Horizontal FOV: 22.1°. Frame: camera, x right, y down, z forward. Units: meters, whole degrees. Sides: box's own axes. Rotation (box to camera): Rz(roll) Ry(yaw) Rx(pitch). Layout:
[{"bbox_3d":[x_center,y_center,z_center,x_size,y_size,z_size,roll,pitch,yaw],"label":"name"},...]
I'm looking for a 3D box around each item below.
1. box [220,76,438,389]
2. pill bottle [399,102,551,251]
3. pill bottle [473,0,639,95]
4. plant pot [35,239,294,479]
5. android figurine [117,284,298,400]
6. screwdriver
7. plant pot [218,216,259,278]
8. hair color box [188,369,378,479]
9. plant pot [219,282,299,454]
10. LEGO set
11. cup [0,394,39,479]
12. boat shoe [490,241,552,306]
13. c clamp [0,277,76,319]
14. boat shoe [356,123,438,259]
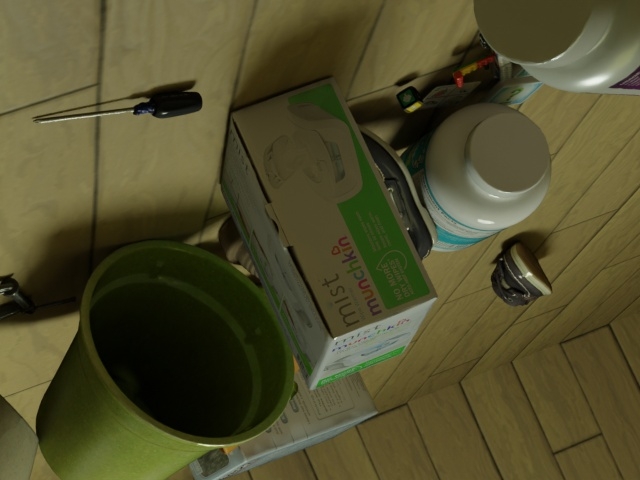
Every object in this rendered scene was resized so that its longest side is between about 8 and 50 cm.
[{"bbox_3d":[-0.002,-0.002,1.738,0.127,0.262,0.231,-21,164,-13],"label":"box"},{"bbox_3d":[0.178,-0.075,1.903,0.146,0.146,0.264,-19,176,-16],"label":"pill bottle"},{"bbox_3d":[0.276,-0.223,1.564,0.169,0.169,0.301,-33,163,33],"label":"pill bottle"},{"bbox_3d":[-0.212,0.183,1.974,0.276,0.276,0.254,-10,153,-42],"label":"plant pot"},{"bbox_3d":[-0.150,0.131,2.116,0.248,0.056,0.273,-25,124,15],"label":"android figurine"},{"bbox_3d":[-0.185,-0.117,1.516,0.170,0.025,0.024,-15,163,-32],"label":"screwdriver"},{"bbox_3d":[0.000,0.000,2.052,0.237,0.109,0.237,-21,165,-6],"label":"plant pot"},{"bbox_3d":[-0.082,0.247,2.589,0.114,0.185,0.374,-33,168,32],"label":"hair color box"},{"bbox_3d":[-0.121,0.166,2.322,0.188,0.205,0.205,-37,168,-11],"label":"plant pot"},{"bbox_3d":[0.204,-0.182,1.829,0.244,0.060,0.182,-11,157,-41],"label":"LEGO set"},{"bbox_3d":[-0.476,0.266,1.945,0.237,0.331,0.331,-46,172,-17],"label":"cup"},{"bbox_3d":[0.344,0.069,2.855,0.092,0.102,0.285,-30,171,7],"label":"boat shoe"},{"bbox_3d":[-0.371,0.071,1.913,0.137,0.022,0.160,-19,167,2],"label":"c clamp"},{"bbox_3d":[0.065,-0.046,1.851,0.075,0.206,0.065,5,-131,45],"label":"boat shoe"}]
